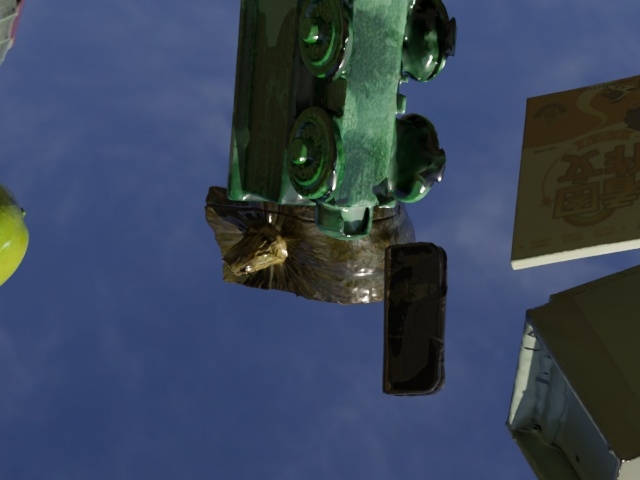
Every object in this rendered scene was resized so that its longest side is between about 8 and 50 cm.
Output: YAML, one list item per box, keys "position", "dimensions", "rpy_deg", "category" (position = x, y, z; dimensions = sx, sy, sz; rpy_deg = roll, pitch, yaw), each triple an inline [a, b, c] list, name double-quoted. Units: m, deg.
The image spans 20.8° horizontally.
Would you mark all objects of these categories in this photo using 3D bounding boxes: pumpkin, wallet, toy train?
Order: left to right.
- position: [-0.004, 0.002, 2.041]
  dimensions: [0.248, 0.131, 0.126]
  rpy_deg: [-6, -156, -9]
  category: "pumpkin"
- position: [0.019, -0.138, 1.612]
  dimensions: [0.145, 0.266, 0.202]
  rpy_deg: [-1, -169, -30]
  category: "toy train"
- position: [0.095, 0.080, 1.765]
  dimensions: [0.082, 0.157, 0.018]
  rpy_deg: [-4, 171, 45]
  category: "wallet"

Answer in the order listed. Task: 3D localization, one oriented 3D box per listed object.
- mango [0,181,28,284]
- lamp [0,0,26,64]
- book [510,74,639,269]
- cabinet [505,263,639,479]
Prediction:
- position: [-0.440, 0.009, 1.746]
  dimensions: [0.293, 0.143, 0.175]
  rpy_deg: [-11, -177, -9]
  category: "mango"
- position: [-0.318, -0.179, 1.188]
  dimensions: [0.233, 0.233, 0.265]
  rpy_deg: [-4, -168, -7]
  category: "lamp"
- position: [0.324, -0.087, 1.966]
  dimensions: [0.208, 0.020, 0.295]
  rpy_deg: [-11, -141, 20]
  category: "book"
- position: [0.257, 0.107, 1.239]
  dimensions: [0.206, 0.145, 0.150]
  rpy_deg: [-17, -127, -16]
  category: "cabinet"
